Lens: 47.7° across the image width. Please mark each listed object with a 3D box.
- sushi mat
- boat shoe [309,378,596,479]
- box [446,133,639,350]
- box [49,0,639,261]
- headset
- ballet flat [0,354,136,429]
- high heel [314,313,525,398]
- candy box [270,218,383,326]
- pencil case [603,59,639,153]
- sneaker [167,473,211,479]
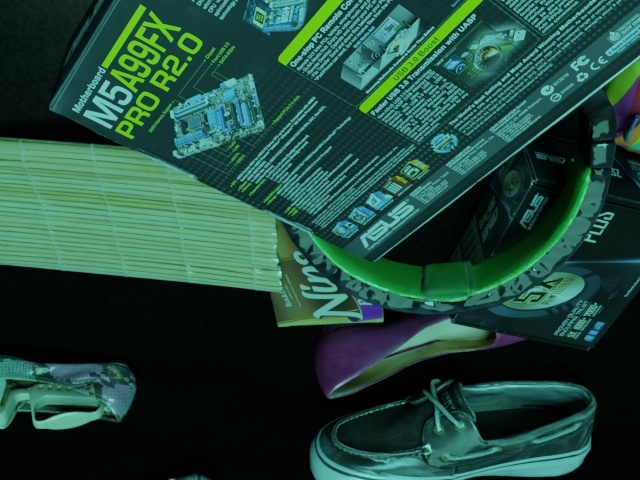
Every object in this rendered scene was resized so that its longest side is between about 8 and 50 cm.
[{"bbox_3d":[-0.189,-0.022,0.646,0.316,0.019,0.151,5,134,10],"label":"sushi mat"},{"bbox_3d":[0.153,0.209,0.837,0.335,0.121,0.119,-5,125,-9],"label":"boat shoe"},{"bbox_3d":[0.215,0.005,0.660,0.147,0.078,0.180,13,131,-9],"label":"box"},{"bbox_3d":[0.029,-0.115,0.346,0.216,0.060,0.270,25,133,-28],"label":"box"},{"bbox_3d":[0.065,-0.115,0.473,0.243,0.185,0.394,-6,114,12],"label":"headset"},{"bbox_3d":[-0.324,0.176,0.822,0.221,0.079,0.077,3,133,-2],"label":"ballet flat"},{"bbox_3d":[0.117,0.109,0.728,0.244,0.117,0.082,3,132,-2],"label":"high heel"},{"bbox_3d":[0.000,0.000,0.676,0.109,0.053,0.187,-3,130,5],"label":"candy box"},{"bbox_3d":[0.321,-0.088,0.559,0.236,0.104,0.104,17,130,-17],"label":"pencil case"},{"bbox_3d":[-0.275,0.386,1.000,0.161,0.102,0.282,32,125,-21],"label":"sneaker"}]
